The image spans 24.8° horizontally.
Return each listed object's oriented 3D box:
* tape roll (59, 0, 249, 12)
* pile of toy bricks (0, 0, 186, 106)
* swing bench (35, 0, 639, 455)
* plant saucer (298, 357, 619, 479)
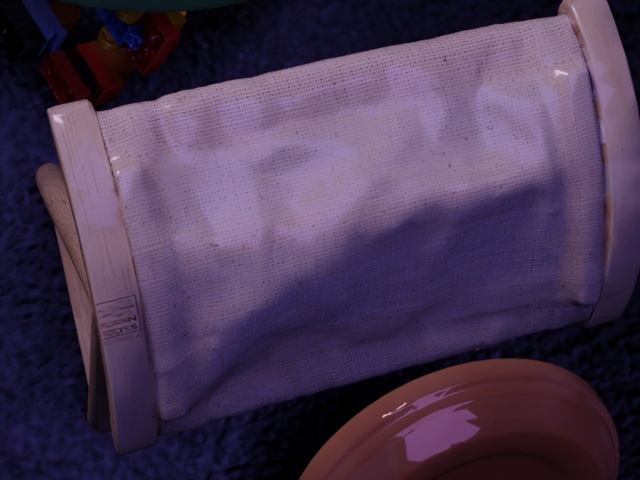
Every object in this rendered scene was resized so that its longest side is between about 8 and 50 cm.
[{"bbox_3d":[-0.107,-0.260,0.733,0.321,0.077,0.321,10,56,-15],"label":"tape roll"},{"bbox_3d":[-0.126,-0.177,0.800,0.105,0.118,0.212,-22,75,-41],"label":"pile of toy bricks"},{"bbox_3d":[0.000,0.000,0.729,0.253,0.254,0.165,-13,90,-13],"label":"swing bench"},{"bbox_3d":[0.077,0.152,0.794,0.200,0.037,0.200,-11,128,-15],"label":"plant saucer"}]
